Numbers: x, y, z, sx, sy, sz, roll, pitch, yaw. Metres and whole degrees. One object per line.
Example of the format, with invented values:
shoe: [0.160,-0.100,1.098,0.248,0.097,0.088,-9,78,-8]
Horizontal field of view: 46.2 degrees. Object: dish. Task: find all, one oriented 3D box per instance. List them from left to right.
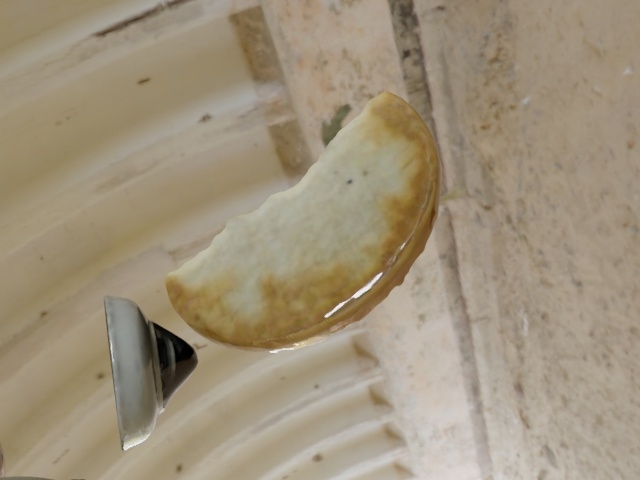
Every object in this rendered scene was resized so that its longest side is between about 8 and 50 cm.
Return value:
dish: [-0.152,0.115,0.689,0.141,0.078,0.141,174,90,-73]

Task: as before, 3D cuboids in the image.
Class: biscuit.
biscuit: [0.000,0.000,0.716,0.040,0.309,0.204,49,180,-45]

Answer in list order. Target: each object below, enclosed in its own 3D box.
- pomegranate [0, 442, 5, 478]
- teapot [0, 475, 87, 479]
pomegranate: [-0.481,0.279,0.902,0.191,0.191,0.191,-19,-90,-90]
teapot: [-0.291,0.362,0.677,0.312,0.233,0.315,-12,-127,-49]
